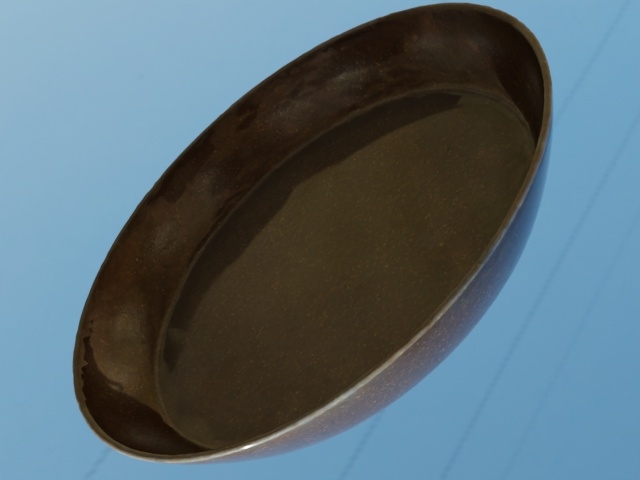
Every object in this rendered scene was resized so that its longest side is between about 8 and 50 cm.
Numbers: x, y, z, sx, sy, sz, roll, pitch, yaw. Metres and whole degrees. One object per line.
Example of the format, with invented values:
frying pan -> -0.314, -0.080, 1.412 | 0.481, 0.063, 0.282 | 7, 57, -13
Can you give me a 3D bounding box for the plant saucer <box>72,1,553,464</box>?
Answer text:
plant saucer -> 0.000, 0.000, 0.419 | 0.168, 0.029, 0.168 | -30, -147, 22
